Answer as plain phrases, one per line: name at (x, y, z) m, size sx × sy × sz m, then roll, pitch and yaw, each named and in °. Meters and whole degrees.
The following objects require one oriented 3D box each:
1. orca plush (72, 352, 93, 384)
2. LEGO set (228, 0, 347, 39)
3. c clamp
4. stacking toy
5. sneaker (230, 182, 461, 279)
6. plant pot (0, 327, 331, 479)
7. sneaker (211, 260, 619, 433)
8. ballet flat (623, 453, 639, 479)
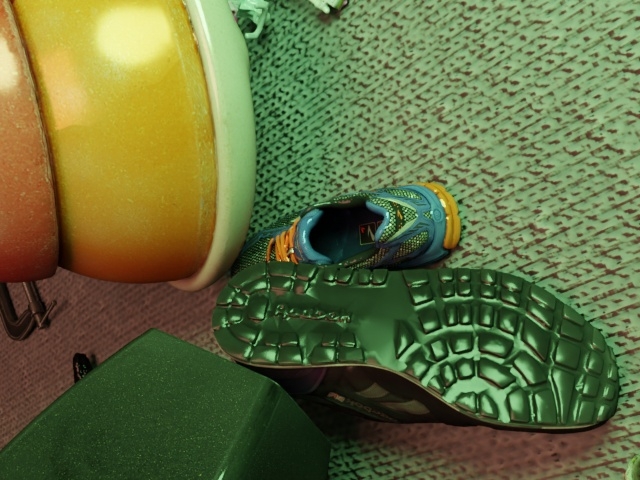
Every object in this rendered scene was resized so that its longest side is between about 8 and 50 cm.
orca plush at (-0.221, 0.184, 0.748) m, size 0.151 × 0.102 × 0.287 m, roll -53°, pitch 38°, yaw 0°
LEGO set at (-0.011, -0.287, 0.583) m, size 0.107 × 0.132 × 0.287 m, roll 45°, pitch 139°, yaw 25°
c clamp at (-0.395, 0.059, 0.970) m, size 0.137 × 0.022 × 0.160 m, roll -50°, pitch 62°, yaw 33°
stacking toy at (-0.319, -0.077, 0.572) m, size 0.350 × 0.480 × 0.350 m, roll 34°, pitch 132°, yaw 49°
sneaker at (0.000, 0.000, 0.601) m, size 0.221 × 0.087 × 0.083 m, roll -23°, pitch 75°, yaw 37°
plant pot at (-0.097, 0.178, 0.540) m, size 0.187 × 0.188 × 0.167 m, roll 17°, pitch 63°, yaw 32°
sneaker at (0.069, 0.088, 0.551) m, size 0.283 × 0.124 × 0.107 m, roll 10°, pitch 60°, yaw 19°
ballet flat at (0.254, 0.225, 0.399) m, size 0.241 × 0.091 × 0.077 m, roll 46°, pitch 139°, yaw 34°
